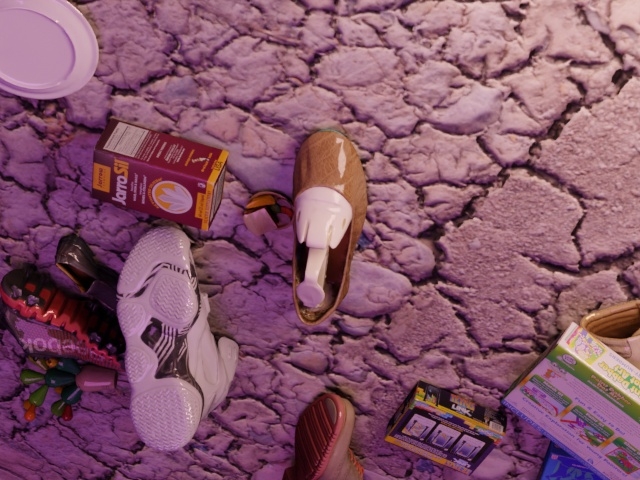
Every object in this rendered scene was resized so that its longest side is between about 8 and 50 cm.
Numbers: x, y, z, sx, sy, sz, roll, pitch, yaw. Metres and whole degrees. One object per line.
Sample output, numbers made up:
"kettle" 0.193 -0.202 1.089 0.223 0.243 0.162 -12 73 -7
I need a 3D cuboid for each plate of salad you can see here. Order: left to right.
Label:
"plate of salad" -0.414 -0.286 1.672 0.200 0.048 0.200 2 136 2

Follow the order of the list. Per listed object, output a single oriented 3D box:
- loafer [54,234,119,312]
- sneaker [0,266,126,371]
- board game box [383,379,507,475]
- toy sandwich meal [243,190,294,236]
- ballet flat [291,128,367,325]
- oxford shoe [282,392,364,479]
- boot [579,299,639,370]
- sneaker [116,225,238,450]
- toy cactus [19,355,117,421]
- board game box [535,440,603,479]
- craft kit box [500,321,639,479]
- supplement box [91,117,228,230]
"loafer" -0.388 0.070 1.976 0.062 0.061 0.170 -25 121 32
"sneaker" -0.442 0.161 2.041 0.276 0.097 0.135 29 121 -7
"board game box" 0.216 0.326 2.034 0.170 0.048 0.141 24 136 -6
"toy sandwich meal" -0.080 -0.040 1.803 0.085 0.029 0.085 9 133 9
"ballet flat" 0.000 0.000 1.750 0.116 0.124 0.342 13 133 5
"oxford shoe" 0.021 0.399 2.139 0.130 0.123 0.348 0 136 -19
"boot" 0.535 0.184 1.772 0.262 0.095 0.203 0 132 30
"sneaker" -0.235 0.150 1.959 0.137 0.210 0.366 1 97 16
"toy cactus" -0.467 0.256 2.156 0.180 0.112 0.219 2 124 3
"board game box" 0.460 0.437 2.059 0.160 0.047 0.210 12 134 6
"craft kit box" 0.431 0.265 1.819 0.250 0.061 0.246 37 152 6
"supplement box" -0.242 -0.099 1.764 0.188 0.081 0.104 16 134 3
